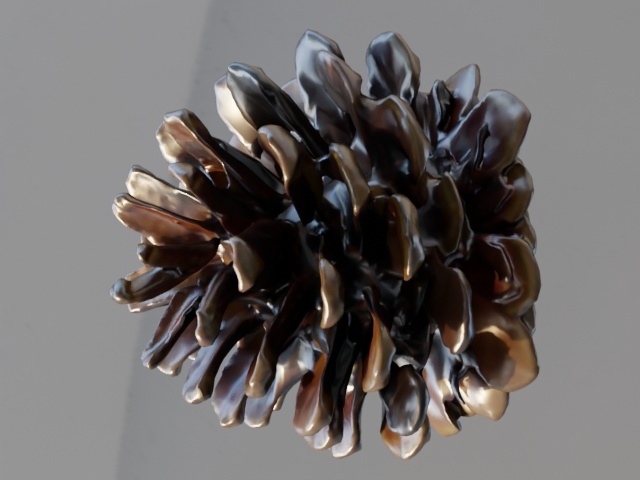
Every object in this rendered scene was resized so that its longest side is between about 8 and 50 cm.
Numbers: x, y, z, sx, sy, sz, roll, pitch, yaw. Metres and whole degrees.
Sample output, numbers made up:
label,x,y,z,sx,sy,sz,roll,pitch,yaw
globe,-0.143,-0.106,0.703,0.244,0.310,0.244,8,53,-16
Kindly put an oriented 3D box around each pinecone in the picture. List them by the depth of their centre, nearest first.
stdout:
label,x,y,z,sx,sy,sz,roll,pitch,yaw
pinecone,0.003,0.002,0.998,0.264,0.264,0.264,-4,-79,-19
